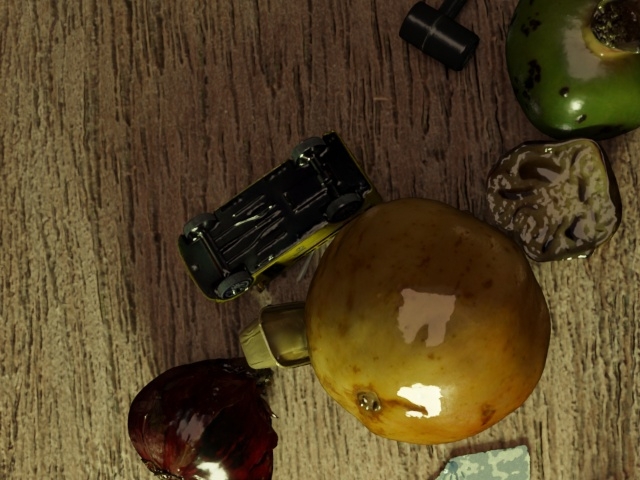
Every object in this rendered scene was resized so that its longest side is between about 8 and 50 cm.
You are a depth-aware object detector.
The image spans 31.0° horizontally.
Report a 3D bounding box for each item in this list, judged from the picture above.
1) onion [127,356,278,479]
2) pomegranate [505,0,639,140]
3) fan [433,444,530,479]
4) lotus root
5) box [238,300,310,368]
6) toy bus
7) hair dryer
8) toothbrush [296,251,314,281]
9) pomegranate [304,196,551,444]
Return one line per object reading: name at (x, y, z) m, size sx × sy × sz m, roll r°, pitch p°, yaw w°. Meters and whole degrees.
onion at (-0.180, 0.330, 1.885) m, size 0.221 × 0.281 × 0.281 m, roll -24°, pitch 78°, yaw 52°
pomegranate at (0.407, -0.289, 1.761) m, size 0.291 × 0.323 × 0.290 m, roll 3°, pitch 100°, yaw 16°
fan at (0.245, 0.416, 1.891) m, size 0.240 × 0.009 × 0.131 m, roll -31°, pitch 81°, yaw 7°
lotus root at (0.373, -0.061, 1.823) m, size 0.199 × 0.180 × 0.188 m, roll -5°, pitch 88°, yaw 17°
box at (-0.054, 0.158, 1.896) m, size 0.111 × 0.177 × 0.111 m, roll 2°, pitch 93°, yaw 30°
toy bus at (-0.065, -0.027, 1.913) m, size 0.331 × 0.151 × 0.145 m, roll -35°, pitch 71°, yaw 8°
hair dryer at (0.240, -0.400, 1.938) m, size 0.124 × 0.071 × 0.219 m, roll 32°, pitch 83°, yaw 10°
toothbrush at (0.000, 0.000, 1.970) m, size 0.017 × 0.014 × 0.162 m, roll 25°, pitch 88°, yaw 19°
pomegranate at (0.169, 0.103, 1.775) m, size 0.410 × 0.410 × 0.410 m, roll -1°, pitch 85°, yaw 11°
